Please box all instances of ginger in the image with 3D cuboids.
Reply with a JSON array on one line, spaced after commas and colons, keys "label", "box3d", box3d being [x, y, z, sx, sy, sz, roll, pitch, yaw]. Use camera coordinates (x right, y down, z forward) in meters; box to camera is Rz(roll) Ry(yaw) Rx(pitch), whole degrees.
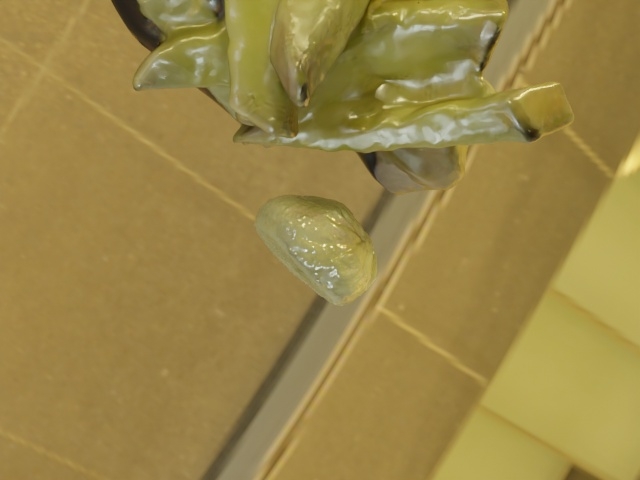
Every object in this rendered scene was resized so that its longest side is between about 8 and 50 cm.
[{"label": "ginger", "box3d": [0.024, -0.212, 1.262, 0.413, 0.211, 0.358, 30, 104, -33]}]

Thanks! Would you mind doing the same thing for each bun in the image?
[{"label": "bun", "box3d": [0.000, 0.000, 1.352, 0.069, 0.115, 0.115, -47, 134, -9]}]
